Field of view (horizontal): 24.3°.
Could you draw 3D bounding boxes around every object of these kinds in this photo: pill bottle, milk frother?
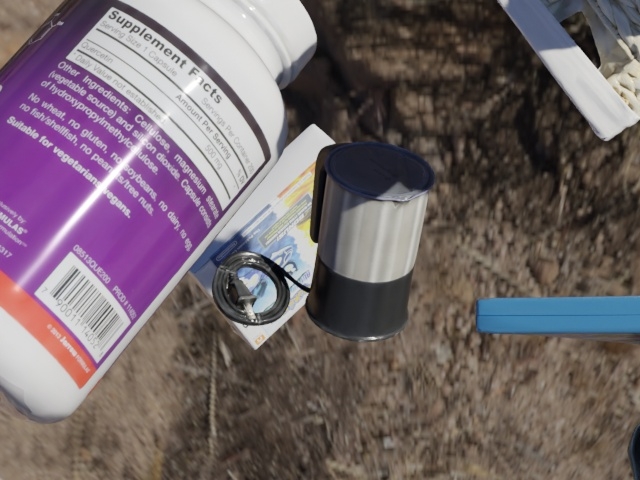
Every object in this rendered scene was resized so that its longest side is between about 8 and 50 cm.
[{"bbox_3d":[-0.146,-0.050,0.984,0.181,0.181,0.323,33,70,14],"label":"pill bottle"},{"bbox_3d":[0.000,0.000,1.140,0.143,0.134,0.129,-21,42,-37],"label":"milk frother"}]

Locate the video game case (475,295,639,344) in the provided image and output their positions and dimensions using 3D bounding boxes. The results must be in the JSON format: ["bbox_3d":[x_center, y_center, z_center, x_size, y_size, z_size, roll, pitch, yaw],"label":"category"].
[{"bbox_3d":[0.153,0.033,0.587,0.119,0.166,0.015,-3,83,35],"label":"video game case"}]

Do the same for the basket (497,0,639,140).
[{"bbox_3d":[0.187,-0.147,0.871,0.103,0.167,0.113,-36,95,27],"label":"basket"}]

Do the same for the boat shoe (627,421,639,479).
[{"bbox_3d":[0.336,0.291,1.346,0.103,0.113,0.302,24,36,-17],"label":"boat shoe"}]

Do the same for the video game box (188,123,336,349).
[{"bbox_3d":[-0.041,0.001,1.606,0.205,0.187,0.048,-43,58,-7],"label":"video game box"}]
